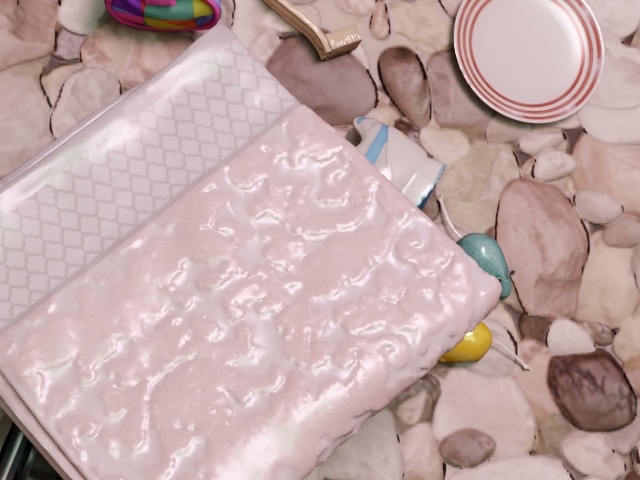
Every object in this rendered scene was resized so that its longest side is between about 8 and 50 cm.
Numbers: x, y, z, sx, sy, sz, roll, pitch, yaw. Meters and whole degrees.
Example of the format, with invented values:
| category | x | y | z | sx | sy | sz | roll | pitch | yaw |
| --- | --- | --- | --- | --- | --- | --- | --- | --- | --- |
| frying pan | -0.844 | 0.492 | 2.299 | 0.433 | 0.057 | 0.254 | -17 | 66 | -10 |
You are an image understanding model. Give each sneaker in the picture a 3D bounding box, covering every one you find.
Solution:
| category | x | y | z | sx | sy | sz | roll | pitch | yaw |
| --- | --- | --- | --- | --- | --- | --- | --- | --- | --- |
| sneaker | 0.000 | 0.000 | 1.219 | 0.092 | 0.087 | 0.228 | 38 | 66 | 7 |

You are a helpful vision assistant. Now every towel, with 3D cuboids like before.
| category | x | y | z | sx | sy | sz | roll | pitch | yaw |
| --- | --- | --- | --- | --- | --- | --- | --- | --- | --- |
| towel | -0.086 | 0.031 | 1.114 | 0.332 | 0.053 | 0.317 | -39 | 75 | -22 |

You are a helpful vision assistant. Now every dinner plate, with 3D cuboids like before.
| category | x | y | z | sx | sy | sz | roll | pitch | yaw |
| --- | --- | --- | --- | --- | --- | --- | --- | --- | --- |
| dinner plate | 0.181 | -0.168 | 1.335 | 0.141 | 0.017 | 0.141 | 3 | 76 | -14 |

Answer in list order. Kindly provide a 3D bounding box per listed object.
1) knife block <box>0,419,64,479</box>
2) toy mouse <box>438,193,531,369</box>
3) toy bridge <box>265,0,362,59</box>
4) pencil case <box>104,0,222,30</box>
| category | x | y | z | sx | sy | sz | roll | pitch | yaw |
| --- | --- | --- | --- | --- | --- | --- | --- | --- | --- |
| knife block | -0.204 | 0.258 | 1.094 | 0.242 | 0.088 | 0.275 | -21 | 84 | -18 |
| toy mouse | 0.105 | 0.028 | 1.262 | 0.161 | 0.031 | 0.143 | 6 | 76 | -14 |
| toy bridge | -0.031 | -0.238 | 1.286 | 0.063 | 0.026 | 0.188 | -22 | 83 | -19 |
| pencil case | -0.119 | -0.288 | 1.235 | 0.104 | 0.104 | 0.236 | 5 | 78 | -15 |
